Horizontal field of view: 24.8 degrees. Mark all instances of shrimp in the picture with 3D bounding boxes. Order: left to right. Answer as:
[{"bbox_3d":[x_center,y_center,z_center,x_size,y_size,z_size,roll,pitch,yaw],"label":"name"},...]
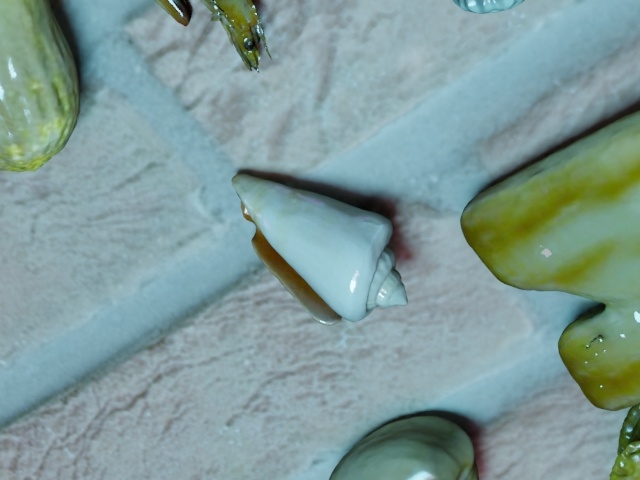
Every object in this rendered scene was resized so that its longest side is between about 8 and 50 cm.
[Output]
[{"bbox_3d":[-0.101,-0.196,1.138,0.095,0.045,0.162,-16,117,23],"label":"shrimp"}]

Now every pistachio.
[{"bbox_3d":[0.074,0.218,1.312,0.149,0.113,0.113,-13,116,29],"label":"pistachio"}]

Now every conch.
[{"bbox_3d":[-0.005,0.010,1.212,0.176,0.094,0.104,19,163,8],"label":"conch"}]

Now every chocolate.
[{"bbox_3d":[-0.271,-0.193,1.136,0.134,0.134,0.309,2,122,14],"label":"chocolate"}]

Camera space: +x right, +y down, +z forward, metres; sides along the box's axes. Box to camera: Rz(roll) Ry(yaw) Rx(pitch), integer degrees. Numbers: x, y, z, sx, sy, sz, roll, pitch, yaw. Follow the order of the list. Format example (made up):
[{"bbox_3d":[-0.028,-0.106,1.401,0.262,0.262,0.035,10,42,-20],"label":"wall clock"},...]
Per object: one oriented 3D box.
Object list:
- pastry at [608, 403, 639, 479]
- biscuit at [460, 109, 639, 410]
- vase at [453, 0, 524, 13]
[{"bbox_3d":[0.338,0.202,1.227,0.189,0.103,0.188,7,122,12],"label":"pastry"},{"bbox_3d":[0.279,0.005,1.134,0.291,0.062,0.237,-30,109,35],"label":"biscuit"},{"bbox_3d":[0.109,-0.237,1.042,0.081,0.081,0.148,-9,122,20],"label":"vase"}]
